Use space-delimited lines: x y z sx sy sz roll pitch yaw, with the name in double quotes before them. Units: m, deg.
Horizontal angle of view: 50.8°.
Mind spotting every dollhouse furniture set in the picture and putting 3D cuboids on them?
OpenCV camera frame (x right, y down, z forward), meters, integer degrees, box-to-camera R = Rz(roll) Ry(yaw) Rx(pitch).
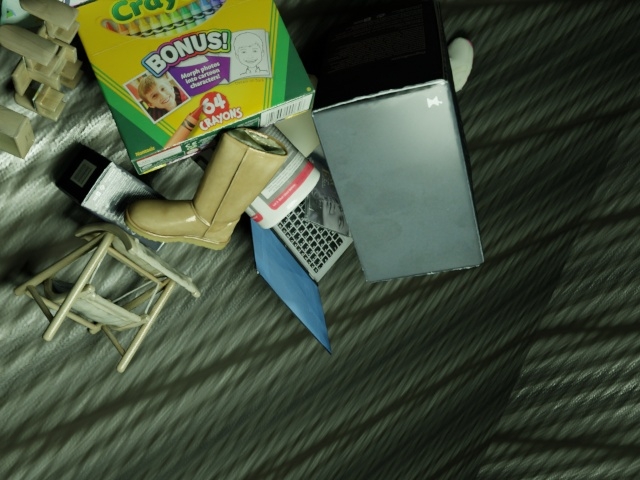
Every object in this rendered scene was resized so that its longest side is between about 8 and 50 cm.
"dollhouse furniture set" -0.539 -0.291 1.165 0.161 0.212 0.242 24 69 -9

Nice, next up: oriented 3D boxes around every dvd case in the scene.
"dvd case" 0.027 -0.108 1.773 0.221 0.018 0.165 20 68 -56

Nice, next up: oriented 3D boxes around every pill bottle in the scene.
"pill bottle" -0.167 -0.192 1.423 0.318 0.176 0.176 45 75 -12

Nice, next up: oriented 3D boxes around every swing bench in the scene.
"swing bench" -0.436 0.106 1.412 0.255 0.165 0.253 -46 146 -5

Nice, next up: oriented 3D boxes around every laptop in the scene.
"laptop" 0.000 0.000 1.747 0.408 0.236 0.382 -49 132 -14

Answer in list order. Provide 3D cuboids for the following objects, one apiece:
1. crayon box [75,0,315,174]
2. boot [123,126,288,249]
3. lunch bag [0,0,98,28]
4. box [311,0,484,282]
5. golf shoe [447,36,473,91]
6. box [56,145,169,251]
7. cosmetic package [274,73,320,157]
"crayon box" -0.240 -0.340 1.283 0.363 0.106 0.313 -23 84 -10
"boot" -0.225 -0.110 1.300 0.236 0.089 0.269 10 133 -32
"lunch bag" -0.490 -0.503 1.173 0.223 0.160 0.262 -29 139 -33
"box" 0.198 -0.242 1.618 0.297 0.472 0.480 -11 125 13
"golf shoe" 0.331 -0.461 1.923 0.140 0.115 0.306 31 86 -40
"box" -0.416 -0.087 1.410 0.207 0.153 0.108 39 81 -42
"cosmetic package" -0.115 -0.251 1.628 0.309 0.113 0.160 -47 131 -16
